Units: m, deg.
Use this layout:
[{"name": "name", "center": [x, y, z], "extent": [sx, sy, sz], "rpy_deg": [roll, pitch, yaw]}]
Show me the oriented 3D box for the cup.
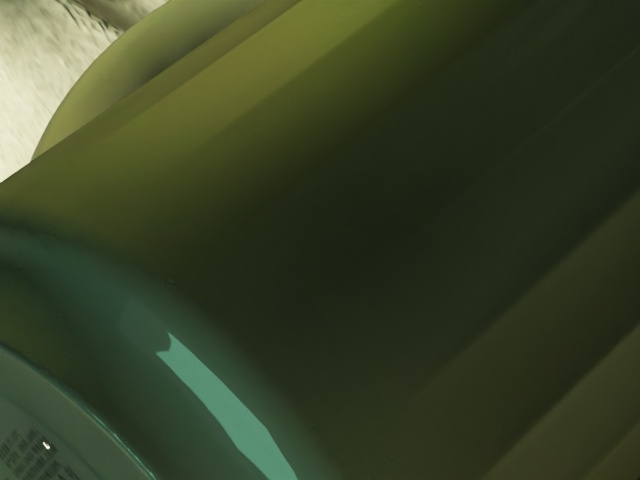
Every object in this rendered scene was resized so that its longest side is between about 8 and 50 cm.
[{"name": "cup", "center": [0.000, 0.000, 0.745], "extent": [0.323, 0.327, 0.236], "rpy_deg": [28, 144, 36]}]
